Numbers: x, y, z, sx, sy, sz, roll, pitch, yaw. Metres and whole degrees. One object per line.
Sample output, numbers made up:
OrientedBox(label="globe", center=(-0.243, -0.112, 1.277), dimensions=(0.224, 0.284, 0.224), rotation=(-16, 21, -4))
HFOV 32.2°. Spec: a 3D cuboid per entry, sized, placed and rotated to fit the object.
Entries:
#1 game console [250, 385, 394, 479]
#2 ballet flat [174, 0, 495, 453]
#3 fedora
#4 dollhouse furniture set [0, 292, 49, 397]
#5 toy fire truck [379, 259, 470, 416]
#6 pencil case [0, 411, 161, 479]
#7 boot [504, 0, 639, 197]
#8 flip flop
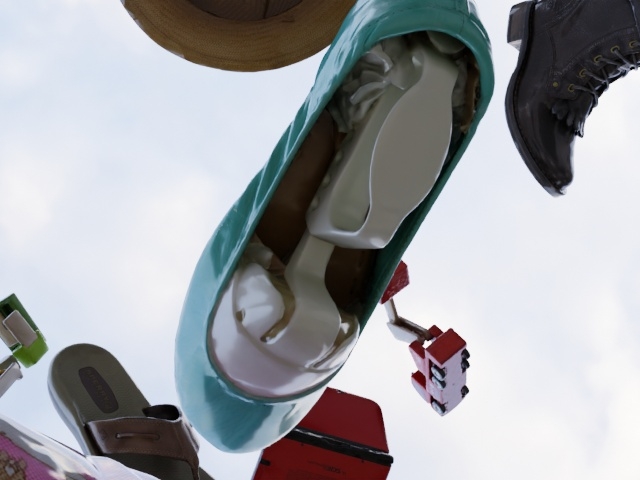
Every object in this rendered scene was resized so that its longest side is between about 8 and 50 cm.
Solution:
OrientedBox(label="game console", center=(-0.004, 0.222, 1.176), dimensions=(0.144, 0.085, 0.124), rotation=(19, -87, -20))
OrientedBox(label="ballet flat", center=(0.000, 0.000, 0.484), dimensions=(0.083, 0.247, 0.087), rotation=(23, -167, -13))
OrientedBox(label="fedora", center=(-0.048, -0.185, 0.746), dimensions=(0.194, 0.079, 0.194), rotation=(2, -111, -5))
OrientedBox(label="dollhouse furniture set", center=(-0.301, 0.106, 0.996), dimensions=(0.059, 0.076, 0.152), rotation=(56, -158, -13))
OrientedBox(label="toy fire truck", center=(0.115, 0.116, 1.315), dimensions=(0.047, 0.192, 0.135), rotation=(-36, -122, -18))
OrientedBox(label="pencil case", center=(-0.166, 0.125, 0.436), dimensions=(0.386, 0.160, 0.167), rotation=(30, -166, -22))
OrientedBox(label="boot", center=(0.310, -0.189, 1.150), dimensions=(0.091, 0.229, 0.263), rotation=(24, -121, -49))
OrientedBox(label="flip flop", center=(-0.171, 0.185, 1.073), dimensions=(0.112, 0.080, 0.277), rotation=(-6, -137, -44))
